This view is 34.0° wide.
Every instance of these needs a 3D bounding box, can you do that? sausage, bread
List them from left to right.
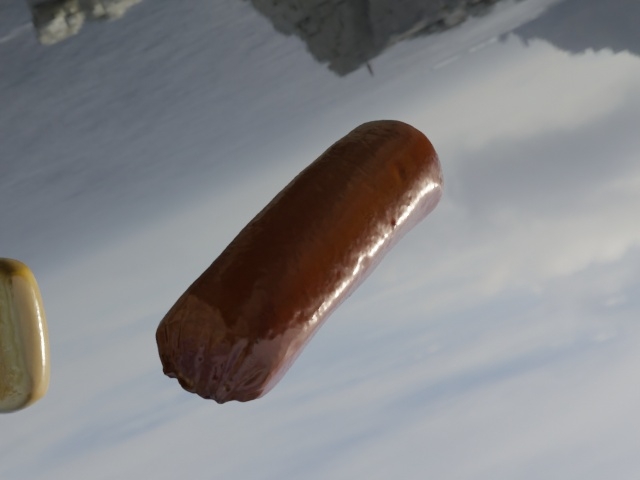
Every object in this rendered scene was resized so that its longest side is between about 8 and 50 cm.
[{"bbox_3d":[-0.442,0.130,1.456,0.147,0.217,0.098,-3,-173,25],"label":"bread"},{"bbox_3d":[-0.001,0.000,0.802,0.348,0.097,0.094,-45,159,-48],"label":"sausage"}]
